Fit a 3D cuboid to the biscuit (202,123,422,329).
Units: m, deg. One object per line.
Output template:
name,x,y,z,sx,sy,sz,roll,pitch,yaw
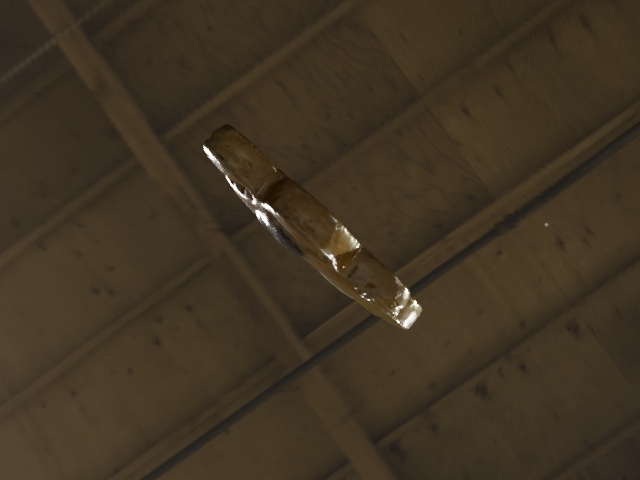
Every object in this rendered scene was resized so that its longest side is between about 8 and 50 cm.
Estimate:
biscuit,0.000,0.000,0.981,0.180,0.236,0.039,40,-90,30
